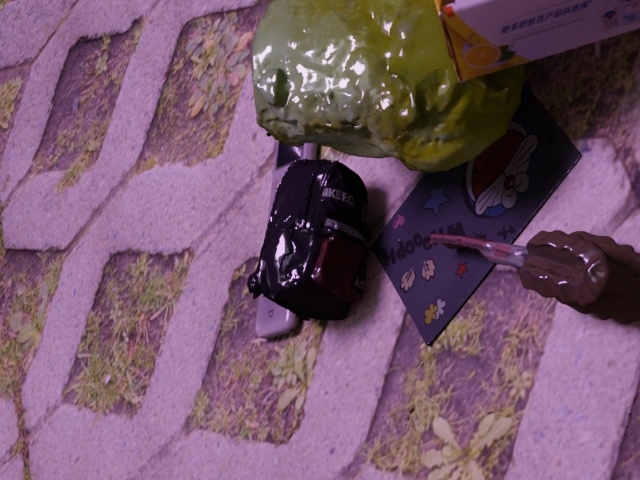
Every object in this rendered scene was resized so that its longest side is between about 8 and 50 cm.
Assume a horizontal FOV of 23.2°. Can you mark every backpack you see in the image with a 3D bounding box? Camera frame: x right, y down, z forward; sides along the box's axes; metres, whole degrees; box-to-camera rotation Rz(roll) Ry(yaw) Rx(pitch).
[{"bbox_3d":[-0.001,-0.003,1.627,0.106,0.120,0.165,7,78,34],"label":"backpack"}]

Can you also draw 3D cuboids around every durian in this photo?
[{"bbox_3d":[0.066,-0.175,1.525,0.340,0.204,0.256,12,52,33],"label":"durian"}]

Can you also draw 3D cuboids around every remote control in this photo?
[{"bbox_3d":[-0.039,-0.019,1.755,0.067,0.029,0.261,-18,59,49],"label":"remote control"}]

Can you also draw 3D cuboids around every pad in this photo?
[{"bbox_3d":[0.146,-0.035,1.533,0.245,0.006,0.170,-53,38,22],"label":"pad"}]

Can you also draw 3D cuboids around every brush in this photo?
[{"bbox_3d":[0.189,0.015,1.391,0.301,0.084,0.071,17,88,61],"label":"brush"}]

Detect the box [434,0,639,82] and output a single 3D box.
[{"bbox_3d":[0.219,-0.258,1.349,0.265,0.097,0.168,-15,53,8],"label":"box"}]
